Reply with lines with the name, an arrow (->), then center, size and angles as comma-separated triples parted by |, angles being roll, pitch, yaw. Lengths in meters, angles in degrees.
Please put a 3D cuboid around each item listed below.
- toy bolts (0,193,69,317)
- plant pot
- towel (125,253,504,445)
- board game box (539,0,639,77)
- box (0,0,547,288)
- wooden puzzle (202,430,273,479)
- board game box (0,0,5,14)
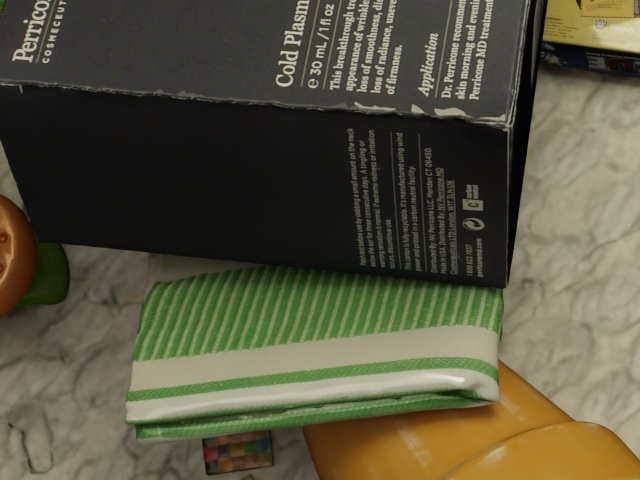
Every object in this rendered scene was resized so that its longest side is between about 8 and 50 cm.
toy bolts -> -0.329, -0.009, 1.399 | 0.228, 0.158, 0.218 | -27, 72, 4
plant pot -> 0.089, 0.158, 1.262 | 0.205, 0.205, 0.188 | -37, 56, 0
towel -> 0.000, 0.000, 1.310 | 0.248, 0.038, 0.325 | -8, 40, 9
board game box -> 0.161, -0.208, 1.404 | 0.243, 0.042, 0.165 | 10, 72, 14
box -> -0.012, -0.169, 1.258 | 0.312, 0.179, 0.343 | 7, 57, 9
wooden puzzle -> -0.060, 0.138, 1.385 | 0.049, 0.006, 0.083 | -9, 74, 9
board game box -> -0.133, -0.295, 1.471 | 0.317, 0.046, 0.213 | -15, 70, 0
